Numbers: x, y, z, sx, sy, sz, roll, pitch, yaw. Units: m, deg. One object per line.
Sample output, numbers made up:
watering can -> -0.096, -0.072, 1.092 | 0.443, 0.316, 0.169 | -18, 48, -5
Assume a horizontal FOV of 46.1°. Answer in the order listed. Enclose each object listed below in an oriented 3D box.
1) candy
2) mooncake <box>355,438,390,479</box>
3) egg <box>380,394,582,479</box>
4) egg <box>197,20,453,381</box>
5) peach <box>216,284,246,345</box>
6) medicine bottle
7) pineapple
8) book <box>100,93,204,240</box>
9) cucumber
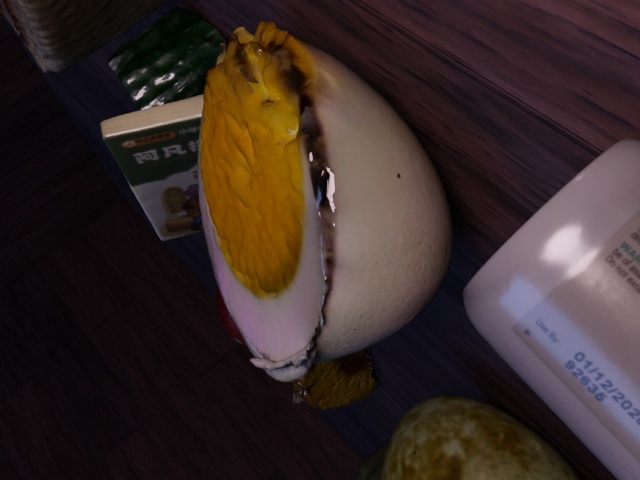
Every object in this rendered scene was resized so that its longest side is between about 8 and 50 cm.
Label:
candy -> -0.244, -0.298, 0.731 | 0.135, 0.179, 0.321 | 54, 166, -4
mooncake -> 0.218, 0.489, 1.279 | 0.356, 0.194, 0.356 | 46, 164, 17
egg -> 0.180, 0.314, 0.848 | 0.289, 0.238, 0.238 | 56, 169, 22
egg -> 0.003, -0.039, 0.646 | 0.286, 0.174, 0.264 | 63, 147, 27
peach -> -0.072, 0.088, 1.167 | 0.197, 0.197, 0.197 | 47, 166, 16
medicine bottle -> 0.189, 0.064, 0.379 | 0.215, 0.135, 0.135 | 47, 166, 13
pineapple -> -0.020, 0.197, 1.356 | 0.158, 0.161, 0.334 | 45, 168, 32
book -> -0.109, -0.081, 0.839 | 0.264, 0.202, 0.027 | 89, 167, -68
cucumber -> -0.152, -0.166, 0.919 | 0.191, 0.130, 0.191 | 54, 172, 12
